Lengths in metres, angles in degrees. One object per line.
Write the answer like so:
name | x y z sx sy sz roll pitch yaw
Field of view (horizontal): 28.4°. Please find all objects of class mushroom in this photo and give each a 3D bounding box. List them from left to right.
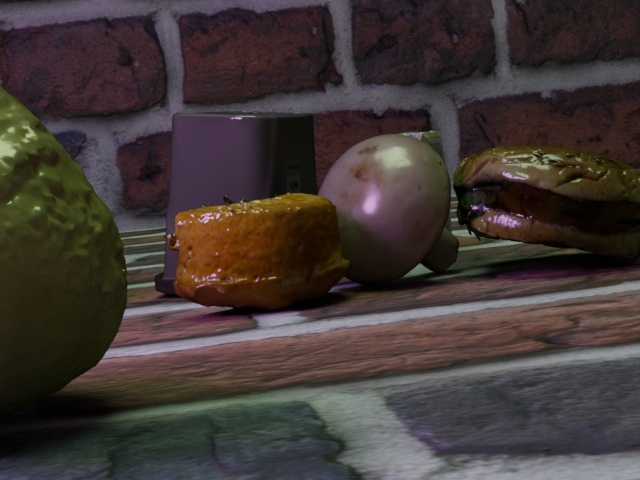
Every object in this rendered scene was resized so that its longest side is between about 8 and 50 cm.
mushroom | 0.105 -0.027 1.673 0.215 0.207 0.207 32 -19 -34

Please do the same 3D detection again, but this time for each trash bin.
trash bin | -0.110 -0.056 1.790 0.219 0.250 0.220 4 8 31

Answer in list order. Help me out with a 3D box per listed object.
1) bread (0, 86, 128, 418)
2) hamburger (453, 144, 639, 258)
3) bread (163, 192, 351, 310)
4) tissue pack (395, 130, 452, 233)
bread | -0.301 -0.003 0.979 0.320 0.320 0.237 -2 26 40
hamburger | 0.308 -0.053 1.662 0.266 0.134 0.285 5 3 -11
bread | -0.060 0.010 1.524 0.229 0.143 0.139 -12 6 -38
tissue pack | 0.151 -0.076 2.020 0.092 0.196 0.148 -5 4 17
